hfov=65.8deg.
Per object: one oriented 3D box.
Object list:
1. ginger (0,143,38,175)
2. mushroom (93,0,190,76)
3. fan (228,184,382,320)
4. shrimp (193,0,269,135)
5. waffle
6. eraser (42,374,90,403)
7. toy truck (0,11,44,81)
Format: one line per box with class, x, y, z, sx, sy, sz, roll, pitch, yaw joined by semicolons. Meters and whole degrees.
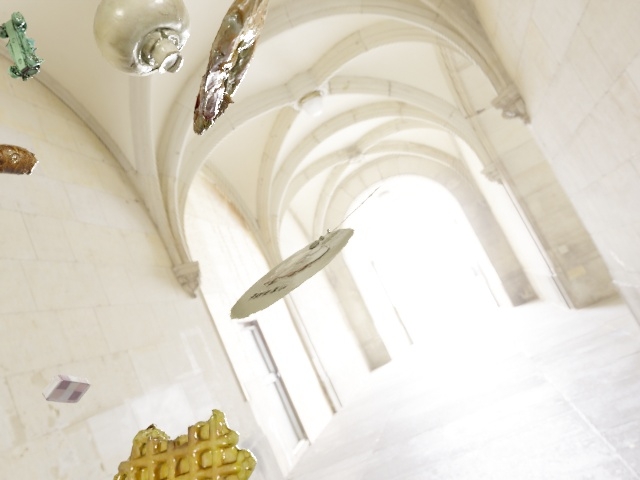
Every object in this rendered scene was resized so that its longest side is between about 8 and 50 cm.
ginger;-0.707;-0.182;1.061;0.103;0.073;0.162;11;7;23
mushroom;-0.421;-0.500;1.209;0.246;0.202;0.246;-39;0;0
fan;0.000;-0.001;0.653;0.191;0.009;0.329;-23;16;50
shrimp;-0.151;-0.261;0.760;0.294;0.062;0.154;-55;10;46
waffle;-0.226;0.397;0.782;0.291;0.291;0.051;-28;-27;15
eraser;-0.643;0.378;1.255;0.065;0.026;0.105;-51;-30;-5
toy truck;-0.725;-0.473;1.212;0.080;0.154;0.078;-24;-7;20
